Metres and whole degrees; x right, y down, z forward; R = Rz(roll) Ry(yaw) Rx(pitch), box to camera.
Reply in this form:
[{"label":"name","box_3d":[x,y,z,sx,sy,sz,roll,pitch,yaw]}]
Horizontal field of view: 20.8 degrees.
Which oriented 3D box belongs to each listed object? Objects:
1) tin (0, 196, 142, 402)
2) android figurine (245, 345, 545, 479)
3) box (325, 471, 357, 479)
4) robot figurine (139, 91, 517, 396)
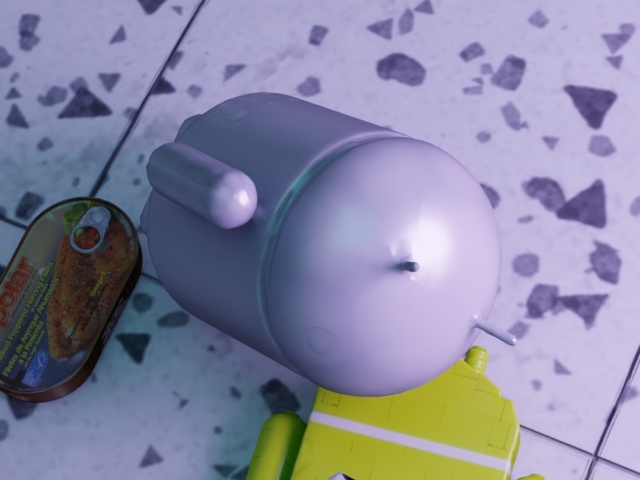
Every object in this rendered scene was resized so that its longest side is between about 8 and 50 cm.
[{"label":"tin","box_3d":[-0.224,0.050,1.498,0.106,0.040,0.189,21,68,11]},{"label":"android figurine","box_3d":[0.061,0.199,1.382,0.248,0.056,0.272,11,68,12]},{"label":"box","box_3d":[0.029,0.334,1.262,0.169,0.087,0.290,-33,74,2]},{"label":"robot figurine","box_3d":[0.000,0.000,1.357,0.353,0.300,0.199,24,93,50]}]
